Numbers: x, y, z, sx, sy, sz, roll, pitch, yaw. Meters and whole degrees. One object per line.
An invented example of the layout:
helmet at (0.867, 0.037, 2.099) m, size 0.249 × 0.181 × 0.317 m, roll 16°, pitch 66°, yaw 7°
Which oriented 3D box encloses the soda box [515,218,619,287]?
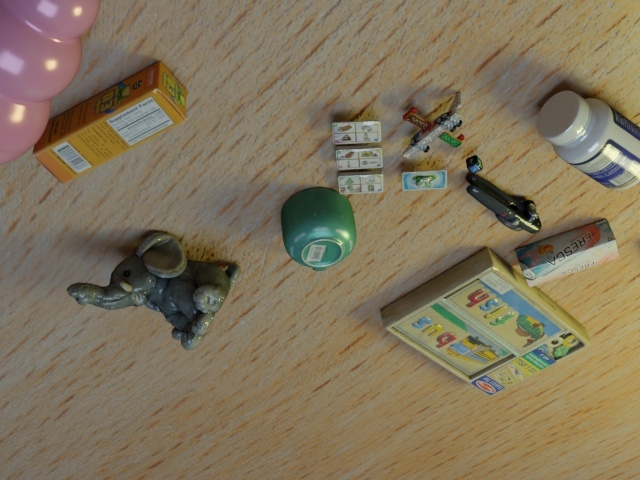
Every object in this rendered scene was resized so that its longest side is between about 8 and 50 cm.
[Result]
soda box at (0.472, 0.025, 1.689) m, size 0.183 × 0.058 × 0.063 m, roll -20°, pitch 137°, yaw 13°

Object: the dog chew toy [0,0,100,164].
dog chew toy at (-0.409, -0.249, 1.147) m, size 0.206 × 0.207 × 0.332 m, roll 30°, pitch 118°, yaw -35°

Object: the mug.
mug at (0.005, -0.006, 1.549) m, size 0.129 × 0.097 × 0.158 m, roll -27°, pitch 135°, yaw 20°

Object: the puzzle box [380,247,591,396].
puzzle box at (0.352, 0.185, 1.855) m, size 0.272 × 0.052 × 0.409 m, roll -33°, pitch 133°, yaw 27°

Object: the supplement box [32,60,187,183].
supplement box at (-0.314, -0.175, 1.324) m, size 0.233 × 0.078 × 0.080 m, roll -23°, pitch 133°, yaw 15°

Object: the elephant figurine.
elephant figurine at (-0.288, 0.072, 1.561) m, size 0.239 × 0.186 × 0.169 m, roll 30°, pitch 94°, yaw -3°

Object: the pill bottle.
pill bottle at (0.443, -0.165, 1.430) m, size 0.186 × 0.112 × 0.112 m, roll 25°, pitch 129°, yaw -31°

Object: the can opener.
can opener at (0.325, -0.060, 1.569) m, size 0.186 × 0.059 × 0.073 m, roll 28°, pitch 128°, yaw -34°

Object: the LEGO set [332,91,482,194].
LEGO set at (0.146, -0.154, 1.461) m, size 0.244 × 0.060 × 0.182 m, roll -3°, pitch 144°, yaw 5°
